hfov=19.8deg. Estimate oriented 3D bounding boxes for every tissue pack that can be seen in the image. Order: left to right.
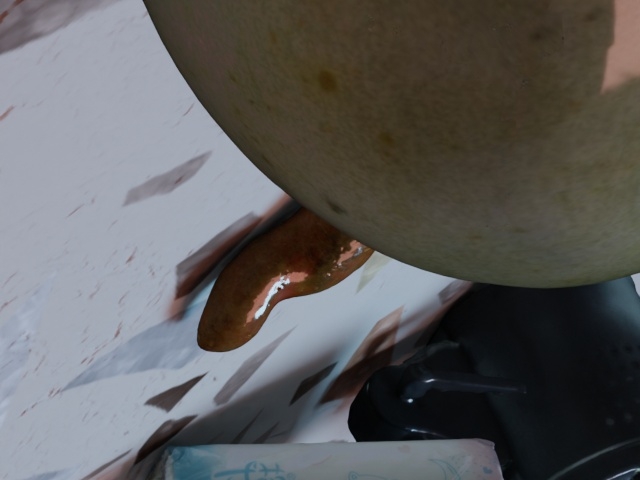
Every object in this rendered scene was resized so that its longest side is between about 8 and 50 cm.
[{"bbox_3d":[-0.008,0.238,1.389,0.271,0.124,0.201,1,148,-20],"label":"tissue pack"}]

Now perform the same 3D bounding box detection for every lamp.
[{"bbox_3d":[0.226,0.156,1.574,0.374,0.272,0.205,-26,159,-37],"label":"lamp"}]

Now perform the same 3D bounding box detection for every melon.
[{"bbox_3d":[0.060,-0.142,0.578,0.268,0.268,0.330,-35,140,-18],"label":"melon"}]

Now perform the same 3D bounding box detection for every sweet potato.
[{"bbox_3d":[0.000,0.000,1.115,0.202,0.058,0.055,-43,-178,4],"label":"sweet potato"}]
